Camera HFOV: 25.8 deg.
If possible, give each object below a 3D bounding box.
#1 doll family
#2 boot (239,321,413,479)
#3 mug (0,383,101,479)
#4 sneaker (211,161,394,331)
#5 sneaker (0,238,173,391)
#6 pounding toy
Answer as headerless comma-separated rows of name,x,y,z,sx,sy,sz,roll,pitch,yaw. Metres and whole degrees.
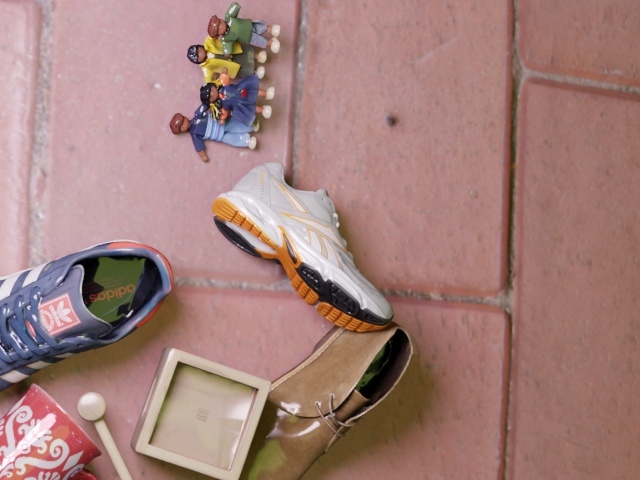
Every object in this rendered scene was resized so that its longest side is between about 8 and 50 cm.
doll family,-0.120,-0.192,1.714,0.111,0.076,0.193,5,89,-31
boot,-0.002,0.212,1.733,0.112,0.115,0.305,47,72,-20
mug,-0.333,0.271,1.567,0.150,0.113,0.169,46,73,2
sneaker,0.000,0.000,1.730,0.262,0.099,0.121,41,62,-3
sneaker,-0.321,0.090,1.562,0.350,0.148,0.131,-30,101,-24
pounding toy,-0.190,0.219,1.658,0.206,0.094,0.181,20,82,-10
